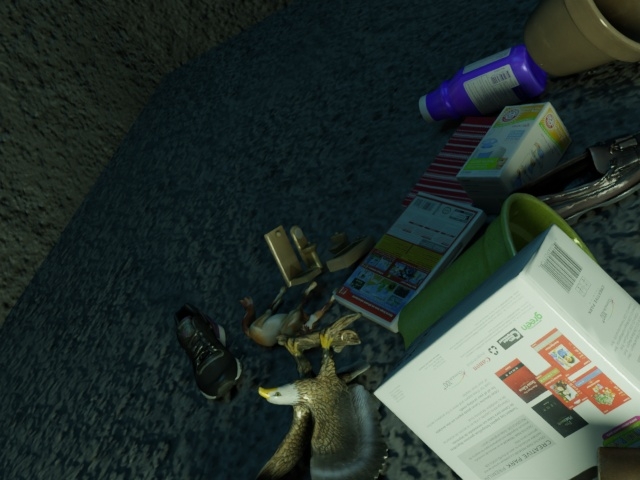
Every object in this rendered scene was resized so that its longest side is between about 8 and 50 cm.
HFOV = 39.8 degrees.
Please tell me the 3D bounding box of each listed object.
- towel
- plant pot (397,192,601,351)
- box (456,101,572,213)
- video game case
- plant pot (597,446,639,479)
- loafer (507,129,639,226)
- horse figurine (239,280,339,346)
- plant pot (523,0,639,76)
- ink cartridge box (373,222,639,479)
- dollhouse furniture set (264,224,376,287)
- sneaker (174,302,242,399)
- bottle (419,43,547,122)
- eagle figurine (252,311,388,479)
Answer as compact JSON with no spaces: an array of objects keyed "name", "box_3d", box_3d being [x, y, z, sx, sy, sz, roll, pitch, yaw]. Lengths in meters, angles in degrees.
[{"name":"towel","box_3d":[0.311,-0.157,1.843,0.275,0.031,0.198,-52,32,-17]},{"name":"plant pot","box_3d":[0.262,0.113,1.301,0.254,0.276,0.276,-37,26,31]},{"name":"box","box_3d":[0.371,-0.157,1.687,0.114,0.103,0.203,5,52,53]},{"name":"video game case","box_3d":[0.171,0.034,1.715,0.285,0.025,0.204,-50,32,-11]},{"name":"plant pot","box_3d":[0.416,0.304,0.888,0.230,0.215,0.215,-12,37,19]},{"name":"loafer","box_3d":[0.462,-0.112,1.517,0.302,0.095,0.109,-34,29,13]},{"name":"horse figurine","box_3d":[-0.078,0.161,1.826,0.263,0.066,0.174,-10,34,40]},{"name":"plant pot","box_3d":[0.542,-0.449,1.789,0.229,0.263,0.263,-32,22,57]},{"name":"ink cartridge box","box_3d":[0.267,0.183,1.101,0.130,0.272,0.309,-43,-3,-47]},{"name":"dollhouse furniture set","box_3d":[0.000,0.000,1.852,0.151,0.123,0.144,-18,11,42]},{"name":"sneaker","box_3d":[-0.259,0.231,1.883,0.107,0.124,0.283,-41,28,-1]},{"name":"bottle","box_3d":[0.352,-0.334,1.954,0.282,0.118,0.092,-18,36,37]},{"name":"eagle figurine","box_3d":[-0.013,0.292,1.475,0.226,0.225,0.299,106,162,-67]}]
